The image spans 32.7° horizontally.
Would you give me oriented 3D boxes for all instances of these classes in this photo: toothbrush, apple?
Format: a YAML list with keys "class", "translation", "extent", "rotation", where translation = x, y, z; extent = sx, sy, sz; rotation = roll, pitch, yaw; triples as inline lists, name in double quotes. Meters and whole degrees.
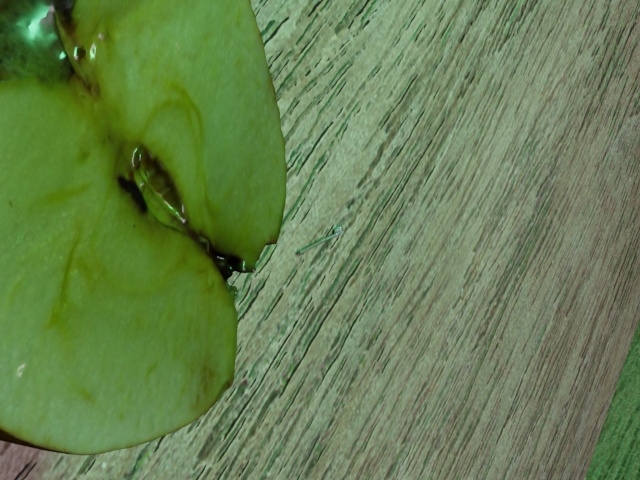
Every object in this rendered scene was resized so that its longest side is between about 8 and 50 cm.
- class: "toothbrush"
  translation: [0.000, 0.000, 1.227]
  extent: [0.097, 0.006, 0.008]
  rotation: [-30, 113, -55]
- class: "apple"
  translation: [-0.143, -0.039, 0.689]
  extent: [0.329, 0.295, 0.365]
  rotation: [-35, 146, -2]
